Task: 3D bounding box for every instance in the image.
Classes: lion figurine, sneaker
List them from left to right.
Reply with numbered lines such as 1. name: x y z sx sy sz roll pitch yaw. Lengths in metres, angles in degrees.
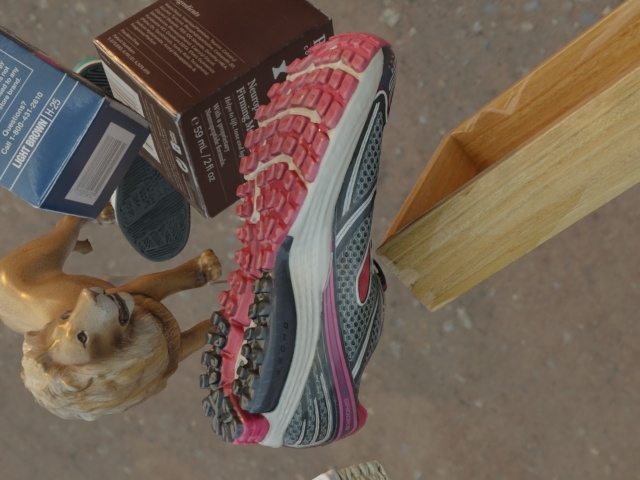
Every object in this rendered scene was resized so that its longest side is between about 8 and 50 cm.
1. lion figurine: -0.247 0.070 1.192 0.392 0.240 0.142 12 118 52
2. sneaker: -0.275 -0.124 1.612 0.178 0.123 0.296 -131 21 -63
3. sneaker: 0.000 0.000 0.832 0.112 0.299 0.121 10 -172 -29

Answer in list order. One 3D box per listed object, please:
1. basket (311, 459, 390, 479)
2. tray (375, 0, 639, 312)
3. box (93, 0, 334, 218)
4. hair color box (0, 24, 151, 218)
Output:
1. basket: 0.023 0.365 1.493 0.167 0.103 0.113 -46 62 43
2. tray: 0.231 -0.115 0.836 0.076 0.203 0.411 47 127 -10
3. box: -0.105 -0.171 1.271 0.167 0.203 0.168 42 159 33
4. hair color box: -0.323 -0.153 0.958 0.347 0.105 0.174 32 180 4
